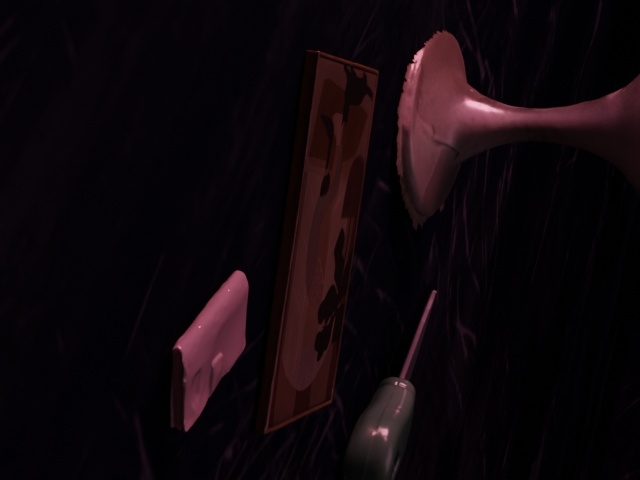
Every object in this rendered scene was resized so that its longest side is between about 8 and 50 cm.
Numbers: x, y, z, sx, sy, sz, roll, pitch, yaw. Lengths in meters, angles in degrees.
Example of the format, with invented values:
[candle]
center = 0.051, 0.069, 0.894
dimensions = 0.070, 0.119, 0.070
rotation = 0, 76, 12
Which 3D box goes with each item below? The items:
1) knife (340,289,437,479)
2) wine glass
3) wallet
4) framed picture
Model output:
[knife]
center = 0.057, 0.108, 1.187
dimensions = 0.260, 0.035, 0.063
rotation = -56, 155, -66
[wine glass]
center = 0.212, -0.067, 1.104
dimensions = 0.143, 0.321, 0.143
rotation = 3, 90, -71
[wallet]
center = -0.051, 0.049, 0.764
dimensions = 0.083, 0.011, 0.044
rotation = -56, 152, -60
[framed picture]
center = 0.000, 0.000, 0.933
dimensions = 0.136, 0.010, 0.200
rotation = -6, 104, -76
